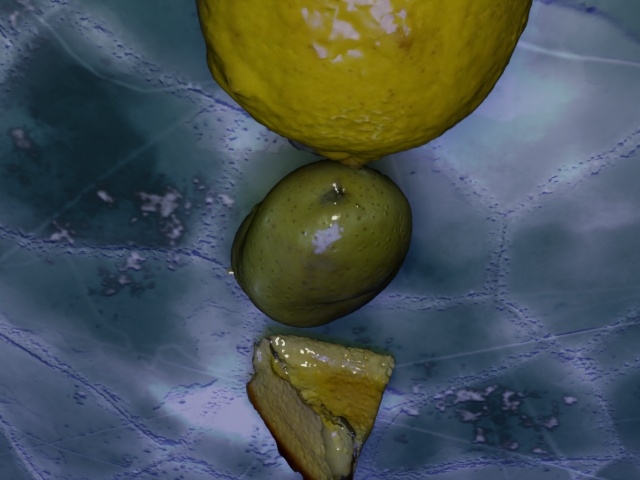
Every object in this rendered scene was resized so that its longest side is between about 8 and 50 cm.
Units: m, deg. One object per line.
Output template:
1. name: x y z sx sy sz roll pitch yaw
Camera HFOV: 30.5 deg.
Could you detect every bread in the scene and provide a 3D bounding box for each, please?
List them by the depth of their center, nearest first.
1. bread: -0.005 0.202 1.313 0.169 0.160 0.140 13 131 -7

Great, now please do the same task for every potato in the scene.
1. potato: 0.000 0.000 1.123 0.169 0.143 0.248 -30 169 -19

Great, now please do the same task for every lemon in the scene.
1. lemon: 0.028 -0.202 0.891 0.268 0.268 0.322 11 129 -5

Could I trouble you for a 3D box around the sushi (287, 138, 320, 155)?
1. sushi: 0.040 -0.128 1.073 0.150 0.078 0.090 -15 135 16
